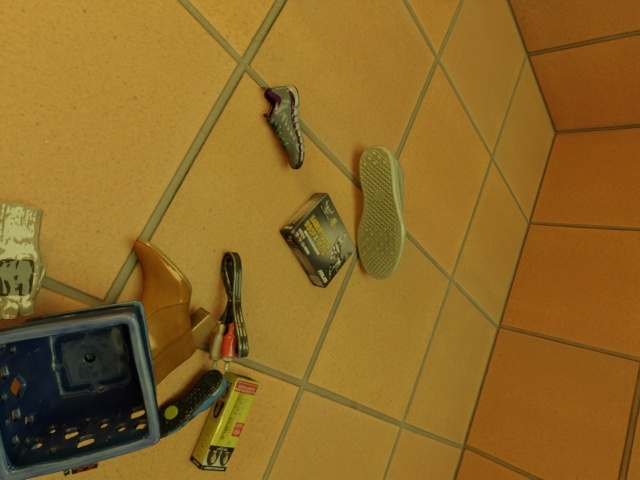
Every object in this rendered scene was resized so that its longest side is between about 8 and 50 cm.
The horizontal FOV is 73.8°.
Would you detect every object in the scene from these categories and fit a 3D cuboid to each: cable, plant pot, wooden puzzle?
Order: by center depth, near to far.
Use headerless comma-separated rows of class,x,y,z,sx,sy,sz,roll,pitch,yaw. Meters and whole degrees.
plant pot,-0.414,0.232,0.748,0.236,0.212,0.235,-9,97,-16
wooden puzzle,-0.490,0.456,0.889,0.083,0.006,0.049,9,89,-45
cable,-0.224,0.171,1.031,0.072,0.140,0.286,0,92,-36

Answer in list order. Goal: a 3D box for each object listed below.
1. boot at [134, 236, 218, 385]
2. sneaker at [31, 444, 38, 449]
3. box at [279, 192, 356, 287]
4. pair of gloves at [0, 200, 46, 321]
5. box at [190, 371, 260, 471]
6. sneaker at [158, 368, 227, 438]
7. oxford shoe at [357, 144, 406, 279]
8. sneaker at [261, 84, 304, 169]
boot,-0.369,0.162,0.908,0.211,0.104,0.295,-43,121,-28
sneaker,-0.587,0.448,0.738,0.091,0.081,0.232,32,65,-26
box,0.000,0.000,1.287,0.183,0.056,0.230,-48,126,-29
pair of gloves,-0.586,0.036,0.689,0.240,0.042,0.203,0,87,-40
box,-0.243,0.466,1.101,0.087,0.058,0.232,35,70,-41
sneaker,-0.310,0.402,1.021,0.209,0.069,0.082,-37,148,-26
oxford shoe,0.211,-0.092,1.428,0.130,0.169,0.448,-22,111,-63
sneaker,-0.105,-0.300,1.145,0.098,0.083,0.223,-10,98,-23
